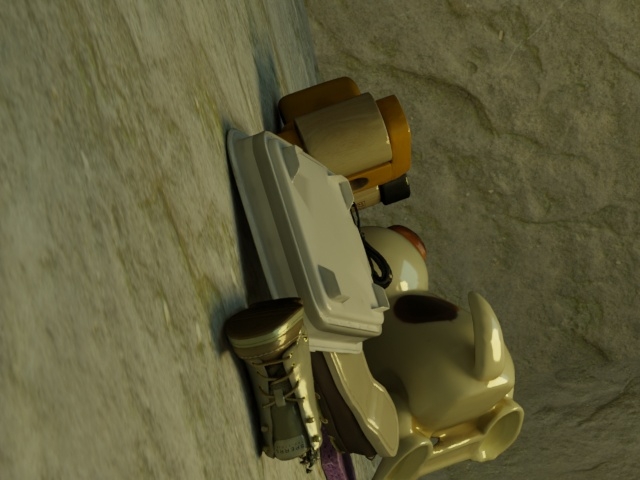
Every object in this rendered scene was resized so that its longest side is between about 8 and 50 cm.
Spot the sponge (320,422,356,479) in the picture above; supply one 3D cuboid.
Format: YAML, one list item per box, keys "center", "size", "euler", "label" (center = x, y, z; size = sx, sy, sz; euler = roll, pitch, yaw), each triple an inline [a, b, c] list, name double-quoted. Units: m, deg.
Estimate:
- center: [0.030, 0.363, 1.803]
  size: [0.210, 0.031, 0.117]
  euler: [73, 7, -48]
  label: "sponge"

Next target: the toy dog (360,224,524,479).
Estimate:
- center: [0.123, 0.159, 1.842]
  size: [0.408, 0.284, 0.395]
  euler: [56, -24, 33]
  label: "toy dog"

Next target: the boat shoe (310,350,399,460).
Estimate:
- center: [0.019, 0.199, 1.585]
  size: [0.116, 0.097, 0.324]
  euler: [-77, 149, -44]
  label: "boat shoe"

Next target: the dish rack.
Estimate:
- center: [0.000, 0.000, 1.429]
  size: [0.333, 0.072, 0.285]
  euler: [23, 47, -71]
  label: "dish rack"

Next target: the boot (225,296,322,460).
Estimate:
- center: [-0.043, 0.148, 1.153]
  size: [0.213, 0.077, 0.165]
  euler: [-34, 117, -85]
  label: "boot"

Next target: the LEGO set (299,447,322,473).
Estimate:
- center: [-0.013, 0.288, 1.497]
  size: [0.083, 0.023, 0.054]
  euler: [-43, 123, -84]
  label: "LEGO set"

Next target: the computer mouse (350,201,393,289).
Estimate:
- center: [0.013, 0.064, 1.683]
  size: [0.188, 0.072, 0.272]
  euler: [58, -28, 28]
  label: "computer mouse"

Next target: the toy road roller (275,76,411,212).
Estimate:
- center: [0.019, -0.181, 1.875]
  size: [0.329, 0.202, 0.240]
  euler: [81, -12, -71]
  label: "toy road roller"
